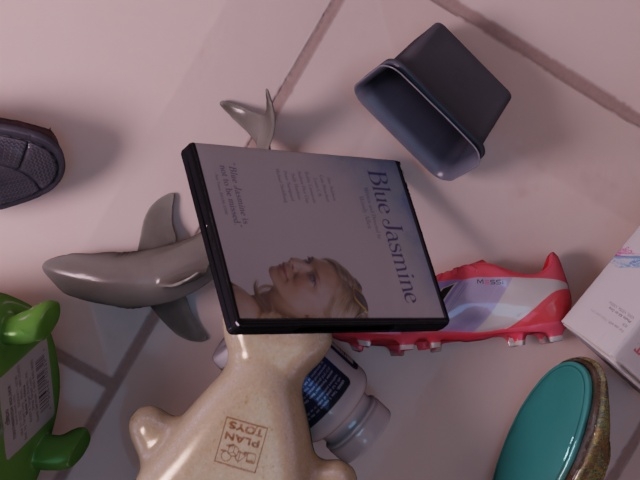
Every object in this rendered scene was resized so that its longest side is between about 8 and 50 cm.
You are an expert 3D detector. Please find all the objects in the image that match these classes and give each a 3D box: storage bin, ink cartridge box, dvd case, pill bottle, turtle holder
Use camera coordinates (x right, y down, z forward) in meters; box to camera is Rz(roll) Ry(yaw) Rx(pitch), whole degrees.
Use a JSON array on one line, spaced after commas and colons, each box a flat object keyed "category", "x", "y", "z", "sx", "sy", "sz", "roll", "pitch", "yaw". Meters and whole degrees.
[{"category": "storage bin", "x": 0.114, "y": -0.139, "z": 1.335, "sx": 0.135, "sy": 0.098, "sz": 0.091, "roll": 45, "pitch": 62, "yaw": -8}, {"category": "ink cartridge box", "x": 0.365, "y": 0.054, "z": 1.347, "sx": 0.154, "sy": 0.093, "sz": 0.212, "roll": 38, "pitch": 89, "yaw": -34}, {"category": "dvd case", "x": 0.000, "y": 0.000, "z": 1.256, "sx": 0.253, "sy": 0.022, "sz": 0.180, "roll": 2, "pitch": 62, "yaw": -40}, {"category": "pill bottle", "x": -0.015, "y": 0.138, "z": 1.338, "sx": 0.169, "sy": 0.094, "sz": 0.094, "roll": 43, "pitch": 90, "yaw": -8}, {"category": "turtle holder", "x": -0.373, "y": 0.182, "z": 1.211, "sx": 0.227, "sy": 0.243, "sz": 0.320, "roll": 9, "pitch": 56, "yaw": 18}]

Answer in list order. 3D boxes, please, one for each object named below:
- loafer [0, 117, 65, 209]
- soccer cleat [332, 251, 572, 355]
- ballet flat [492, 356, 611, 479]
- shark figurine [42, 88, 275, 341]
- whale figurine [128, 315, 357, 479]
[{"category": "loafer", "x": -0.394, "y": -0.084, "z": 1.279, "sx": 0.302, "sy": 0.095, "sz": 0.109, "roll": -7, "pitch": 130, "yaw": -8}, {"category": "soccer cleat", "x": 0.128, "y": 0.063, "z": 1.361, "sx": 0.248, "sy": 0.083, "sz": 0.095, "roll": -2, "pitch": 80, "yaw": -7}, {"category": "ballet flat", "x": 0.220, "y": 0.286, "z": 1.380, "sx": 0.123, "sy": 0.123, "sz": 0.348, "roll": 24, "pitch": 92, "yaw": -8}, {"category": "shark figurine", "x": -0.112, "y": -0.003, "z": 1.308, "sx": 0.278, "sy": 0.116, "sz": 0.166, "roll": -42, "pitch": 100, "yaw": 1}, {"category": "whale figurine", "x": -0.069, "y": 0.193, "z": 1.266, "sx": 0.216, "sy": 0.141, "sz": 0.272, "roll": 14, "pitch": 90, "yaw": 5}]
